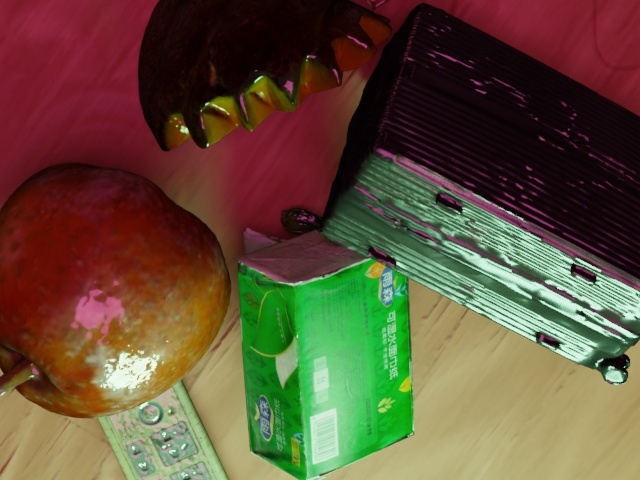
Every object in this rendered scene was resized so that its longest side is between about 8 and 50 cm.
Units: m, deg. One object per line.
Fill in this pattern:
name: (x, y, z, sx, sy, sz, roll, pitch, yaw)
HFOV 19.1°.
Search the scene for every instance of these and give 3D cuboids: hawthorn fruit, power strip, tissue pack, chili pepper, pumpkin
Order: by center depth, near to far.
hawthorn fruit: (-0.198, 0.058, 1.750, 0.235, 0.231, 0.263, -3, 78, 25)
pumpkin: (-0.068, -0.191, 1.773, 0.254, 0.130, 0.149, -28, 103, 2)
tissue pack: (-0.009, 0.095, 1.827, 0.148, 0.156, 0.209, -19, 117, -32)
chili pepper: (0.000, -0.001, 1.867, 0.091, 0.034, 0.030, 40, 75, -11)
power strip: (-0.156, 0.207, 1.895, 0.092, 0.034, 0.268, -24, 103, 0)

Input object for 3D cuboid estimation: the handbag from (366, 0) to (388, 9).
handbag: (0.039, -0.370, 1.736, 0.171, 0.151, 0.298, -38, 106, -2)

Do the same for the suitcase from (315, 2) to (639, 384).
suitcase: (0.186, -0.050, 1.763, 0.335, 0.229, 0.152, 27, 136, -9)
